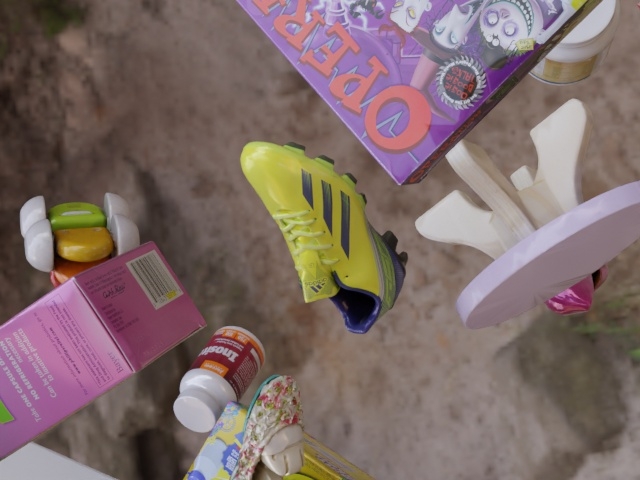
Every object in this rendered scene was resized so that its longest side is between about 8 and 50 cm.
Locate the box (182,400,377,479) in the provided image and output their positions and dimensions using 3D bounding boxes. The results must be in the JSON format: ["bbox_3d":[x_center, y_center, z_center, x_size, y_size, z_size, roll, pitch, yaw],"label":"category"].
[{"bbox_3d":[-0.047,0.414,1.834,0.290,0.177,0.279,30,89,29],"label":"box"}]

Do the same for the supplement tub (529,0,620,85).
[{"bbox_3d":[0.345,-0.309,1.949,0.200,0.144,0.144,55,-156,-80],"label":"supplement tub"}]

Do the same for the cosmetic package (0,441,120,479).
[{"bbox_3d":[-0.512,0.393,2.006,0.161,0.453,0.230,112,-179,-62],"label":"cosmetic package"}]

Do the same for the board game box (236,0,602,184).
[{"bbox_3d":[0.022,-0.235,1.000,0.347,0.056,0.208,49,115,12],"label":"board game box"}]

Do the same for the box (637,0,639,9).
[{"bbox_3d":[0.387,-0.152,1.041,0.128,0.122,0.257,-52,49,2],"label":"box"}]

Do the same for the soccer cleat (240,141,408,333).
[{"bbox_3d":[0.001,0.000,1.491,0.093,0.289,0.121,10,64,41],"label":"soccer cleat"}]

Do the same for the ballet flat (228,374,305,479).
[{"bbox_3d":[-0.058,0.268,1.630,0.077,0.091,0.241,40,127,33],"label":"ballet flat"}]

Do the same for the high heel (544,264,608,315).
[{"bbox_3d":[0.400,0.069,2.057,0.117,0.244,0.082,24,101,34],"label":"high heel"}]

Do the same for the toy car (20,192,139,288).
[{"bbox_3d":[-0.349,0.014,2.003,0.182,0.159,0.136,-123,32,-59],"label":"toy car"}]

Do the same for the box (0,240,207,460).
[{"bbox_3d":[-0.278,0.125,1.475,0.117,0.243,0.213,56,-162,0],"label":"box"}]

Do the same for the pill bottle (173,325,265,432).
[{"bbox_3d":[-0.144,0.196,1.943,0.152,0.086,0.086,-57,-14,-48],"label":"pill bottle"}]

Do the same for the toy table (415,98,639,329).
[{"bbox_3d":[0.249,-0.033,1.630,0.161,0.274,0.252,62,-167,23],"label":"toy table"}]
